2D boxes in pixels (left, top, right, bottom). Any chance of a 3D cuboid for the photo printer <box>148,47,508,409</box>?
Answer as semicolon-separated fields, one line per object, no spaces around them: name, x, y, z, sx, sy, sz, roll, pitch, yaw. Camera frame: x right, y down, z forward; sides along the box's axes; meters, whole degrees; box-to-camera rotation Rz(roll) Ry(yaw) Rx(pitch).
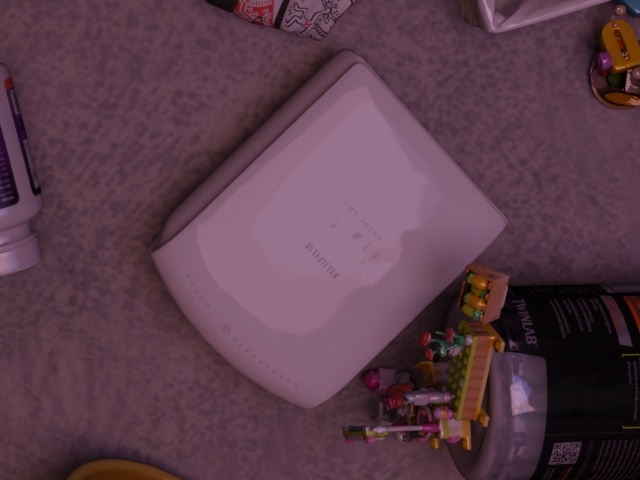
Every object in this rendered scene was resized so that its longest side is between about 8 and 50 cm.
photo printer;0.000;0.000;1.455;0.307;0.107;0.256;-43;105;-2

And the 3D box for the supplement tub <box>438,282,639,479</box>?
supplement tub;0.306;0.147;1.490;0.338;0.207;0.207;0;99;-13

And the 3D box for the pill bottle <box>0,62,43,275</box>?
pill bottle;-0.328;-0.065;1.376;0.108;0.108;0.193;-14;101;-9

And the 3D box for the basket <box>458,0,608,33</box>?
basket;0.219;-0.284;1.457;0.167;0.103;0.113;-17;102;-8

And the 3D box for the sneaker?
sneaker;0.004;-0.325;1.393;0.145;0.090;0.270;21;112;-15

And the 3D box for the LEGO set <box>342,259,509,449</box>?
LEGO set;0.094;0.136;1.403;0.107;0.287;0.132;0;60;-18

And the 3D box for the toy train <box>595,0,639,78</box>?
toy train;0.350;-0.211;1.504;0.125;0.046;0.166;9;79;-2

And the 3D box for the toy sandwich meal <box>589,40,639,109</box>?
toy sandwich meal;0.329;-0.176;1.535;0.086;0.029;0.085;-2;100;-12

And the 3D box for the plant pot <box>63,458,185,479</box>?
plant pot;-0.203;0.385;1.421;0.254;0.254;0.239;31;108;-15
